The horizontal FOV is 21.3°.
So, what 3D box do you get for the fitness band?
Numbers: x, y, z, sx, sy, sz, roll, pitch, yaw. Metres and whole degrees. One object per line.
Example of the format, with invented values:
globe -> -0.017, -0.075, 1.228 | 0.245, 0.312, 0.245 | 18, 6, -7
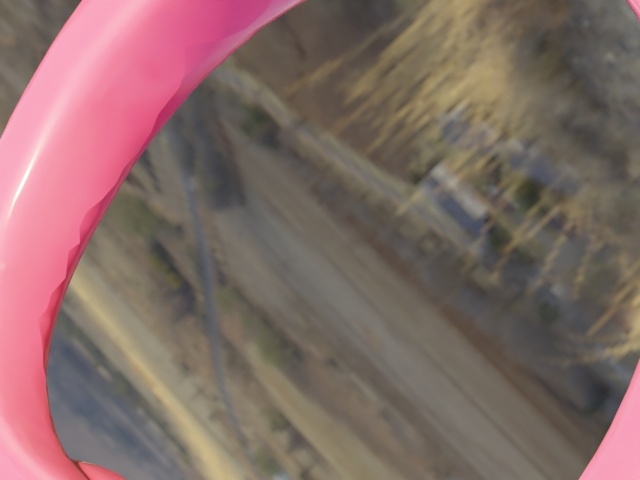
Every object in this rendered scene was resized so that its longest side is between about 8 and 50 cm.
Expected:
fitness band -> 0.000, 0.000, 0.414 | 0.054, 0.209, 0.291 | 28, 172, -36
